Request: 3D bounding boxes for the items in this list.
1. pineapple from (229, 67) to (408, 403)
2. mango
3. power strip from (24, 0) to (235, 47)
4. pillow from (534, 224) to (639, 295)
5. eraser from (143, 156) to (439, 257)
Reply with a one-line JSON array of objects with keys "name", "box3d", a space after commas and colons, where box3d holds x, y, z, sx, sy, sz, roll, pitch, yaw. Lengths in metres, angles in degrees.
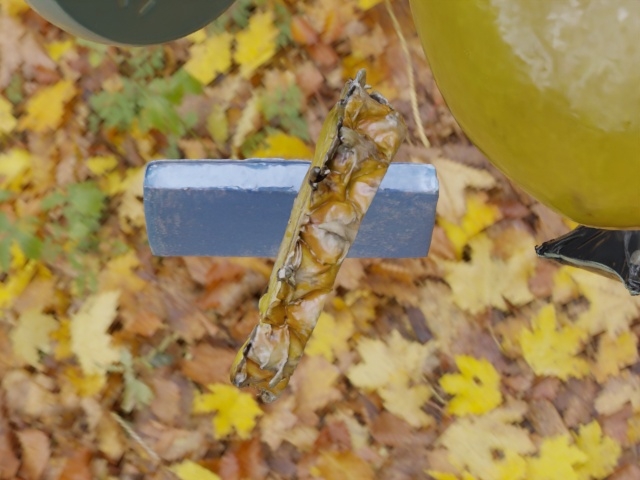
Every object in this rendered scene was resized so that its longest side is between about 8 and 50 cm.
[{"name": "pineapple", "box3d": [0.000, 0.000, 0.846, 0.047, 0.221, 0.221, 22, 77, -1]}, {"name": "mango", "box3d": [0.080, -0.094, 0.358, 0.130, 0.194, 0.092, 26, 43, 23]}, {"name": "power strip", "box3d": [-0.134, -0.211, 0.936, 0.054, 0.253, 0.167, 23, 97, 40]}, {"name": "pillow", "box3d": [0.200, -0.019, 0.790, 0.150, 0.090, 0.048, -29, 96, -14]}, {"name": "eraser", "box3d": [-0.033, -0.032, 1.577, 0.312, 0.144, 0.042, 0, 58, -1]}]
